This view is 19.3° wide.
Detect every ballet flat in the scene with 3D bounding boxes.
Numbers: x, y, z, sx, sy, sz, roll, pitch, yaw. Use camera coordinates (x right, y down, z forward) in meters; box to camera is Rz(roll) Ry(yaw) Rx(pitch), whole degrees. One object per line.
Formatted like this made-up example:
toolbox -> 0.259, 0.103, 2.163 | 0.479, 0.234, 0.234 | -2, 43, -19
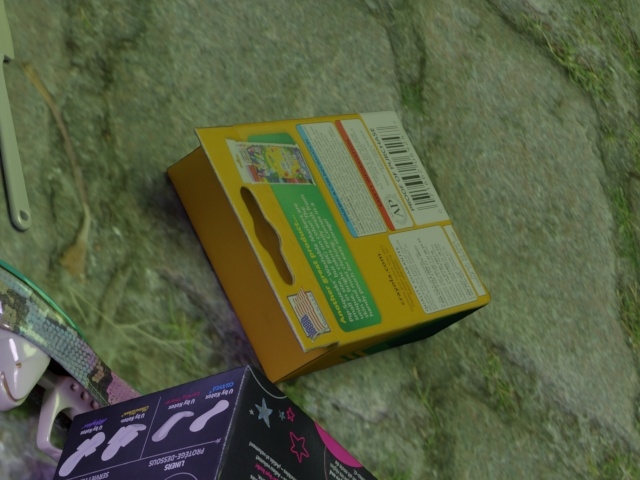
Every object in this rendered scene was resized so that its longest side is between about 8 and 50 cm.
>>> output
ballet flat -> -0.178, 0.102, 1.276 | 0.221, 0.077, 0.079 | 45, 52, -21

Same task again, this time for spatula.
spatula -> -0.282, -0.127, 1.380 | 0.168, 0.019, 0.242 | 25, 44, -51

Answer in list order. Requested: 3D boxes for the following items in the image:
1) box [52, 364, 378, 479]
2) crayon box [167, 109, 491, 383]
box -> -0.046, 0.220, 1.226 | 0.247, 0.163, 0.142 | 46, 42, -32
crayon box -> 0.000, 0.000, 1.603 | 0.323, 0.083, 0.203 | -10, 71, -58
